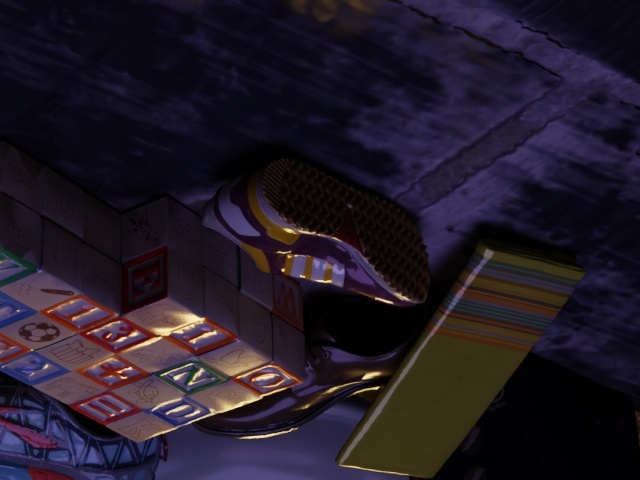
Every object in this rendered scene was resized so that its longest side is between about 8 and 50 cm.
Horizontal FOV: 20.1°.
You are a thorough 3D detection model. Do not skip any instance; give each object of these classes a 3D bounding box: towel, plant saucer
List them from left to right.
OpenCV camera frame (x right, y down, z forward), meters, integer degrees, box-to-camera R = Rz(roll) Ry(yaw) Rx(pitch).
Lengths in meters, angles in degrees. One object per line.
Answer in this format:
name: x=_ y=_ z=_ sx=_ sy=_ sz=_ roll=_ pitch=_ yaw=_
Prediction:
plant saucer: x=-0.066 y=0.286 z=1.675 sx=0.400 sy=0.101 sz=0.400 roll=-2 pitch=138 yaw=-1
towel: x=0.107 y=0.096 z=1.422 sx=0.102 sy=0.021 sz=0.237 roll=14 pitch=123 yaw=-31

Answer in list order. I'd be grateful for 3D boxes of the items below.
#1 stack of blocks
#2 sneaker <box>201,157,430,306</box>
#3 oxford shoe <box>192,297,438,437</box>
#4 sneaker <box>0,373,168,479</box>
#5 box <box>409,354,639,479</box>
stack of blocks: x=-0.165 y=0.039 z=1.334 sx=0.171 sy=0.087 sz=0.297 roll=-22 pitch=144 yaw=29
sneaker: x=0.000 y=0.000 z=1.313 sx=0.084 sy=0.070 sz=0.185 roll=-20 pitch=140 yaw=41
oxford shoe: x=-0.009 y=0.090 z=1.444 sx=0.227 sy=0.083 sz=0.096 roll=-21 pitch=144 yaw=6
sneaker: x=-0.251 y=0.138 z=1.510 sx=0.261 sy=0.104 sz=0.125 roll=21 pitch=109 yaw=-16
box: x=0.182 y=0.257 z=1.540 sx=0.165 sy=0.270 sz=0.143 roll=25 pitch=139 yaw=-38
